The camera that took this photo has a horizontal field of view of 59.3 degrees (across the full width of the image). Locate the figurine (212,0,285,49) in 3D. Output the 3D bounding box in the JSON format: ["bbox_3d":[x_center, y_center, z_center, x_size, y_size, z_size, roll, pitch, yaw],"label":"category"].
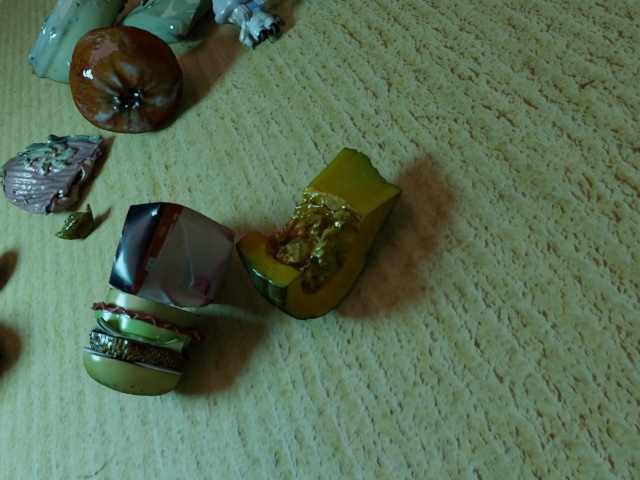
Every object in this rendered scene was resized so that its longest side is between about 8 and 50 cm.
[{"bbox_3d":[-0.167,-0.515,1.251,0.137,0.112,0.229,-36,57,0],"label":"figurine"}]

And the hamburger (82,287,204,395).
[{"bbox_3d":[-0.260,0.153,0.816,0.175,0.175,0.137,4,72,35],"label":"hamburger"}]

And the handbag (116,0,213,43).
[{"bbox_3d":[-0.382,-0.606,1.447,0.316,0.109,0.253,11,62,44],"label":"handbag"}]

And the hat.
[{"bbox_3d":[-0.659,-0.162,1.323,0.286,0.107,0.237,5,53,30],"label":"hat"}]

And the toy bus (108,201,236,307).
[{"bbox_3d":[-0.221,0.023,0.819,0.302,0.147,0.127,172,118,-73],"label":"toy bus"}]

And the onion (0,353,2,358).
[{"bbox_3d":[-0.762,0.220,1.061,0.207,0.206,0.216,30,78,42],"label":"onion"}]

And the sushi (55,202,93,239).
[{"bbox_3d":[-0.508,-0.032,1.175,0.099,0.050,0.047,-36,53,-2],"label":"sushi"}]

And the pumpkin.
[{"bbox_3d":[0.004,-0.001,0.785,0.248,0.126,0.131,-40,50,-20],"label":"pumpkin"}]

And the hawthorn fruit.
[{"bbox_3d":[-0.431,-0.371,1.246,0.242,0.242,0.272,-36,44,7],"label":"hawthorn fruit"}]

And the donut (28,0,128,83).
[{"bbox_3d":[-0.648,-0.590,1.532,0.382,0.142,0.382,-38,35,34],"label":"donut"}]
